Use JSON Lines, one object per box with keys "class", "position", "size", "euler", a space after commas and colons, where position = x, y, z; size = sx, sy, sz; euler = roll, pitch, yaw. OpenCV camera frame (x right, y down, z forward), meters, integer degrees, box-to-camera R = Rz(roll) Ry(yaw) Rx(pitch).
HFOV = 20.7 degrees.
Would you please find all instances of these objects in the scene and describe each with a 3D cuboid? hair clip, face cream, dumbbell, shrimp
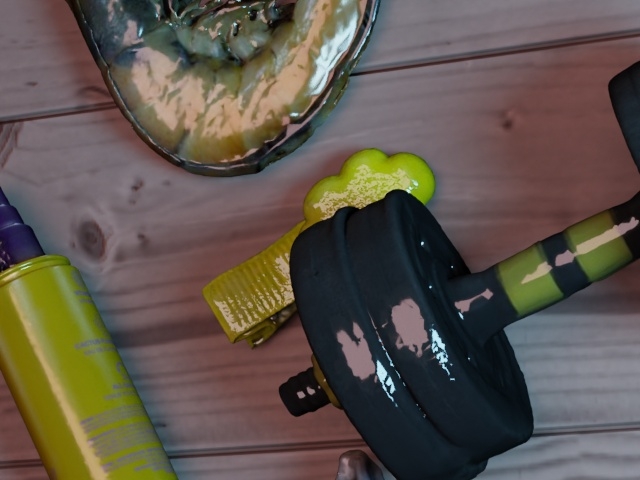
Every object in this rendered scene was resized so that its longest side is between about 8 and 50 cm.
{"class": "hair clip", "position": [0.000, 0.000, 1.158], "size": [0.173, 0.046, 0.072], "euler": [-36, 76, 11]}
{"class": "face cream", "position": [-0.183, 0.075, 1.199], "size": [0.078, 0.078, 0.273], "euler": [-32, 73, 14]}
{"class": "dumbbell", "position": [0.145, 0.013, 1.028], "size": [0.388, 0.185, 0.185], "euler": [-27, 74, 16]}
{"class": "shrimp", "position": [-0.080, -0.192, 1.207], "size": [0.222, 0.054, 0.290], "euler": [-41, 75, 12]}

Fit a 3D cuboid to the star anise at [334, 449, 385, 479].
{"class": "star anise", "position": [0.018, 0.260, 1.086], "size": [0.236, 0.109, 0.223], "euler": [21, 68, 36]}
